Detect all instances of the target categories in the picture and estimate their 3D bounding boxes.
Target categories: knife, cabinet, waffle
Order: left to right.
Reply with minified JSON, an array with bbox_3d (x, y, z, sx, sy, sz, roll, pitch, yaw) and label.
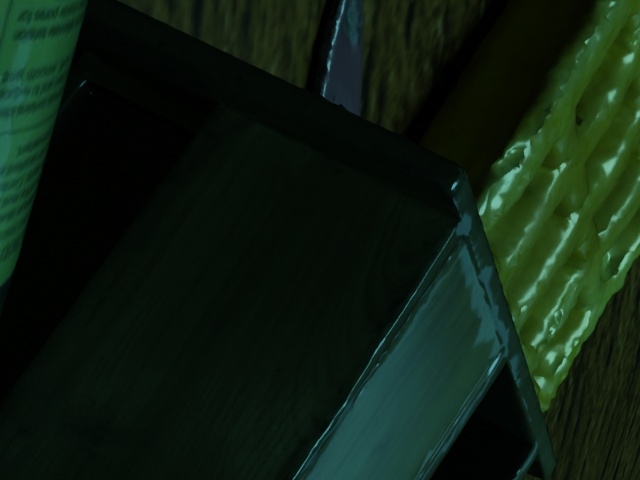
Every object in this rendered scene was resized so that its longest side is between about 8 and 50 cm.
[{"bbox_3d":[-0.040,0.070,0.498,0.175,0.148,0.215,-55,153,-16],"label":"cabinet"},{"bbox_3d":[0.000,0.000,0.666,0.035,0.018,0.247,-35,141,-40],"label":"knife"},{"bbox_3d":[0.119,-0.040,0.806,0.221,0.055,0.248,-56,155,-15],"label":"waffle"}]

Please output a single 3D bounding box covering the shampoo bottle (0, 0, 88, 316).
[{"bbox_3d":[-0.104,-0.027,0.335,0.101,0.101,0.284,-15,128,-58],"label":"shampoo bottle"}]
